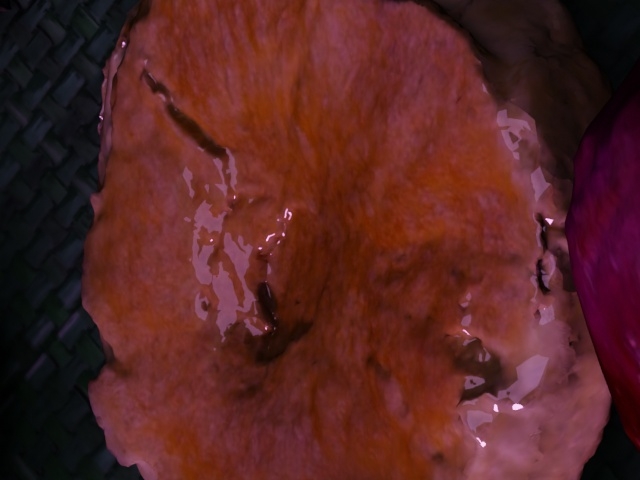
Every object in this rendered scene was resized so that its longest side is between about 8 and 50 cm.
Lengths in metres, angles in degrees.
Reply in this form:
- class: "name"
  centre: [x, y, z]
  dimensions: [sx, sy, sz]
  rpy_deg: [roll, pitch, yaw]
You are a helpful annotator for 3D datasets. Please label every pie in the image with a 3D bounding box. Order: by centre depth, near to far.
- class: "pie"
  centre: [0.000, 0.000, 0.735]
  dimensions: [0.339, 0.083, 0.339]
  rpy_deg: [-3, 85, 45]

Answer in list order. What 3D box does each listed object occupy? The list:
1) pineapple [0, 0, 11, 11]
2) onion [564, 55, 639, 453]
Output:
- class: "pineapple"
  centre: [-0.325, -0.185, 0.893]
  dimensions: [0.357, 0.223, 0.223]
  rpy_deg: [30, 102, 8]
- class: "onion"
  centre: [0.283, -0.007, 0.531]
  dimensions: [0.385, 0.348, 0.348]
  rpy_deg: [-36, 67, -20]
